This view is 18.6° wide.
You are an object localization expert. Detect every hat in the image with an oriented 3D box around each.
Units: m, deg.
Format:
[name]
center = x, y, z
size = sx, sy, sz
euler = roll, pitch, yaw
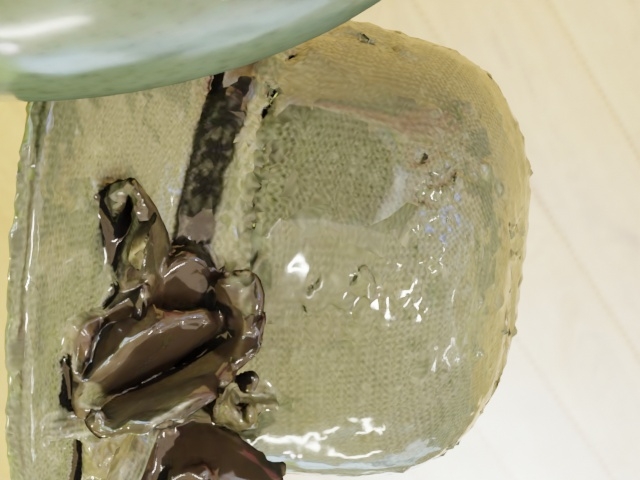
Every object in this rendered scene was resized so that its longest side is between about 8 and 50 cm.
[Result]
[hat]
center = 0.000, 0.000, 0.627
size = 0.130, 0.257, 0.257
euler = 7, 139, 10

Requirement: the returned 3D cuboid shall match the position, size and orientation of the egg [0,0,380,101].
[egg]
center = -0.064, -0.116, 0.446
size = 0.237, 0.169, 0.169
euler = -10, 136, 2
